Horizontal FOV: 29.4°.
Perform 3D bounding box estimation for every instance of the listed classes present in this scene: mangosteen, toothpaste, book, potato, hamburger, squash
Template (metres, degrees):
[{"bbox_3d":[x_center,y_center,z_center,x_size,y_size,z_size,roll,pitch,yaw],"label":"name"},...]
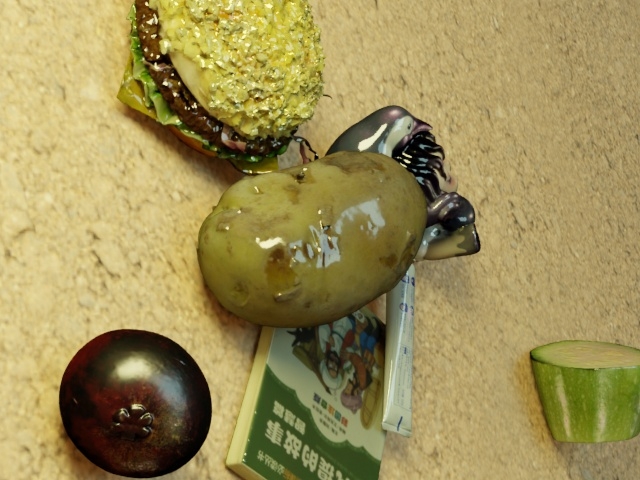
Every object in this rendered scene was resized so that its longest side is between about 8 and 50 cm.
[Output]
[{"bbox_3d":[-0.152,0.132,1.024,0.140,0.140,0.140,25,56,-45],"label":"mangosteen"},{"bbox_3d":[0.088,0.109,1.365,0.052,0.033,0.218,27,56,-43],"label":"toothpaste"},{"bbox_3d":[0.003,0.164,1.276,0.202,0.027,0.264,44,44,-34],"label":"book"},{"bbox_3d":[0.000,0.000,1.211,0.262,0.165,0.165,-14,86,-32],"label":"potato"},{"bbox_3d":[-0.081,-0.190,1.225,0.261,0.138,0.243,30,53,-41],"label":"hamburger"},{"bbox_3d":[0.368,0.201,1.635,0.170,0.170,0.123,-6,92,-53],"label":"squash"}]

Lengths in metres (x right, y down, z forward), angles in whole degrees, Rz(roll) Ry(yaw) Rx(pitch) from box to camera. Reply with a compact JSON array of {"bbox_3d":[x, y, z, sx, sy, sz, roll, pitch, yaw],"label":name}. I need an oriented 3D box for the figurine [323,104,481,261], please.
[{"bbox_3d":[0.088,-0.063,1.420,0.222,0.145,0.145,51,40,-43],"label":"figurine"}]
